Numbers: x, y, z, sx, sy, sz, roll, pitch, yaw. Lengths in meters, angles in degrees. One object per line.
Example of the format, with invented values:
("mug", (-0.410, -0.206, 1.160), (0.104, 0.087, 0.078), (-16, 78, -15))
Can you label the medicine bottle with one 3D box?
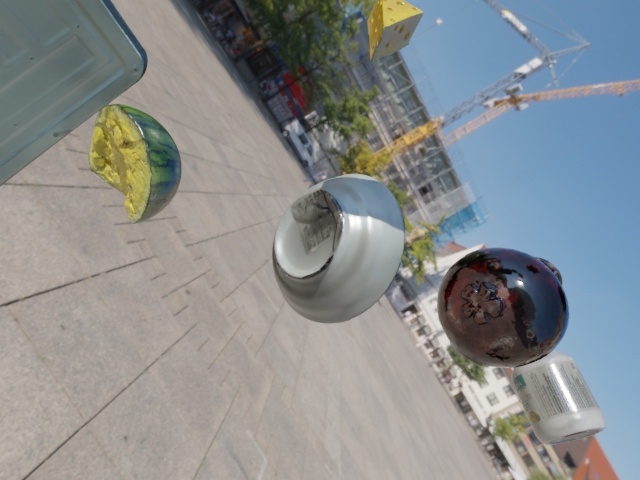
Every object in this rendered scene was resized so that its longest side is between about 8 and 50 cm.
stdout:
("medicine bottle", (0.486, 0.305, 0.912), (0.135, 0.135, 0.215), (52, 21, -51))

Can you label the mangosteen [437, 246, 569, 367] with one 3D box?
("mangosteen", (0.292, 0.108, 0.694), (0.210, 0.209, 0.210), (58, 6, -10))

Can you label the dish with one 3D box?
("dish", (0.000, 0.000, 0.827), (0.106, 0.316, 0.316), (23, 31, -47))

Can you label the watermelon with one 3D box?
("watermelon", (-0.505, -0.228, 1.224), (0.189, 0.330, 0.331), (-22, 80, -54))

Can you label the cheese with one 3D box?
("cheese", (0.160, -0.515, 1.046), (0.126, 0.171, 0.093), (29, -37, 0))

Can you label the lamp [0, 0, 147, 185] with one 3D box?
("lamp", (-0.311, -0.165, 0.349), (0.047, 0.266, 0.269), (45, -8, 21))
